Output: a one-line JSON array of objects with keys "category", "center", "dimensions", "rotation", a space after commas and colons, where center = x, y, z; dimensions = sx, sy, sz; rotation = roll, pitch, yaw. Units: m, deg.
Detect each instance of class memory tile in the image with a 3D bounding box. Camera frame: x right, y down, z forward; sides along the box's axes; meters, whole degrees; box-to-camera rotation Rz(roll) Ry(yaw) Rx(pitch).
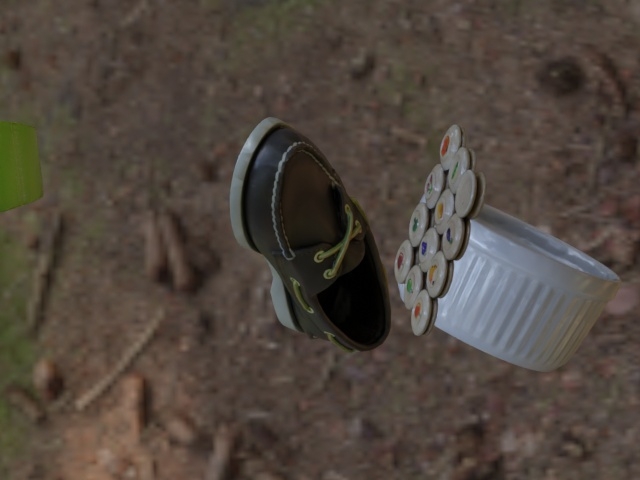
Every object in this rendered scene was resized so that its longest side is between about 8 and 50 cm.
[{"category": "memory tile", "center": [0.091, -0.008, 1.469], "dimensions": [0.113, 0.012, 0.148], "rotation": [-105, 30, -56]}]

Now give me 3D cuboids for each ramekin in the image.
[{"category": "ramekin", "center": [0.172, 0.041, 1.809], "dimensions": [0.207, 0.207, 0.109], "rotation": [32, 101, 41]}]

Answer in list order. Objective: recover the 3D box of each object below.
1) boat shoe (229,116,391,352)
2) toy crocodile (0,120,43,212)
[{"category": "boat shoe", "center": [0.000, 0.000, 1.238], "dimensions": [0.069, 0.227, 0.081], "rotation": [25, 69, 24]}, {"category": "toy crocodile", "center": [-0.228, -0.011, 1.066], "dimensions": [0.340, 0.105, 0.115], "rotation": [136, 126, -69]}]
